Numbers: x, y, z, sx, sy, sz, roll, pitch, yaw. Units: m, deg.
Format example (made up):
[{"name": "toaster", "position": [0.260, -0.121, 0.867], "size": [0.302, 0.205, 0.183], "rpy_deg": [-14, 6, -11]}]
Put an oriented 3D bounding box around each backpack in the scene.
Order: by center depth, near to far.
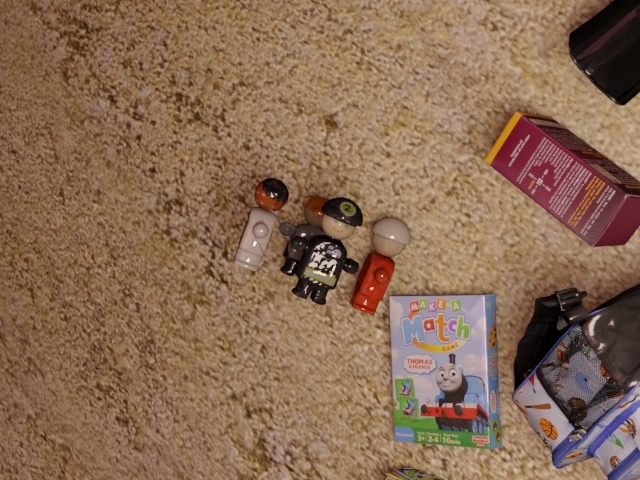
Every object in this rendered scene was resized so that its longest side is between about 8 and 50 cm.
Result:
[{"name": "backpack", "position": [0.362, 0.160, 1.297], "size": [0.213, 0.277, 0.263], "rpy_deg": [66, 151, 19]}]

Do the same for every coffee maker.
[{"name": "coffee maker", "position": [0.387, -0.256, 1.321], "size": [0.178, 0.171, 0.120], "rpy_deg": [-42, 82, 32]}]

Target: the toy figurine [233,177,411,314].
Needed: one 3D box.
[{"name": "toy figurine", "position": [0.000, 0.000, 1.599], "size": [0.210, 0.213, 0.148], "rpy_deg": [25, 96, 38]}]

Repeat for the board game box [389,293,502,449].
[{"name": "board game box", "position": [0.174, 0.181, 1.571], "size": [0.160, 0.039, 0.211], "rpy_deg": [-3, 87, 38]}]

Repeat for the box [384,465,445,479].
[{"name": "box", "position": [0.171, 0.372, 1.561], "size": [0.169, 0.059, 0.054], "rpy_deg": [14, 101, 37]}]

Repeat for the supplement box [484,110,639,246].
[{"name": "supplement box", "position": [0.318, -0.078, 1.416], "size": [0.188, 0.104, 0.080], "rpy_deg": [44, 116, 29]}]
